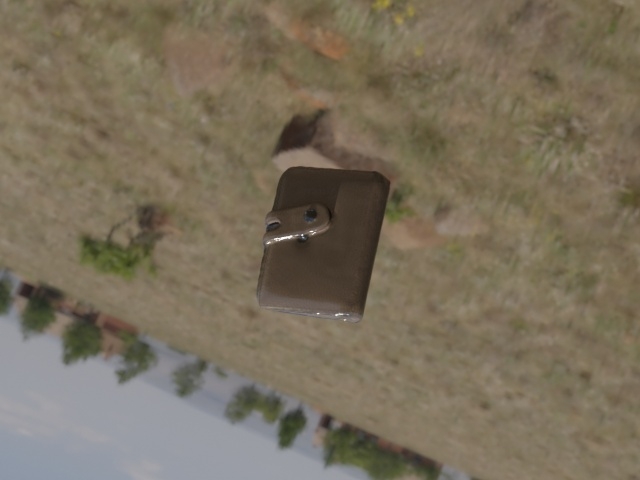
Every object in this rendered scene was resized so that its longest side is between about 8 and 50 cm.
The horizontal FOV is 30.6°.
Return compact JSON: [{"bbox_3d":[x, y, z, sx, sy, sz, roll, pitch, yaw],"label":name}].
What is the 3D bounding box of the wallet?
[{"bbox_3d":[0.000,0.000,1.130,0.118,0.153,0.039,4,162,20],"label":"wallet"}]
